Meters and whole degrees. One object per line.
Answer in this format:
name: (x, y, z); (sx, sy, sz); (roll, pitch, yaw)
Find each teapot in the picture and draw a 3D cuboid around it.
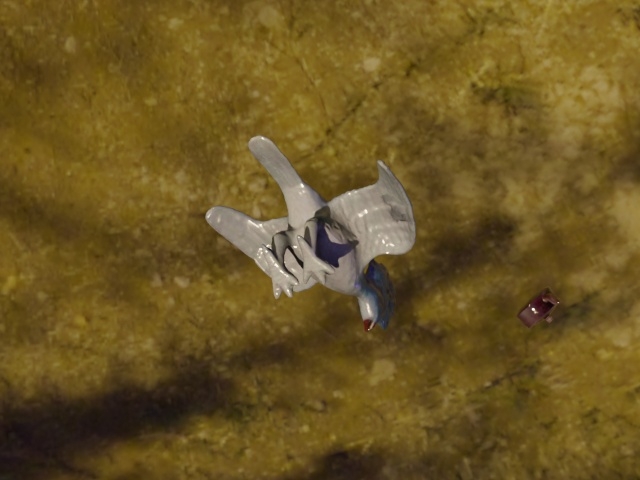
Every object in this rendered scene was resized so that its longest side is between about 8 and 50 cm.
teapot: (0.326, 0.105, 1.332); (0.068, 0.045, 0.100); (-35, 166, -28)

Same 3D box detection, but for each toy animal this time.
toy animal: (0.000, 0.000, 0.948); (0.239, 0.255, 0.176); (-15, -169, 28)
